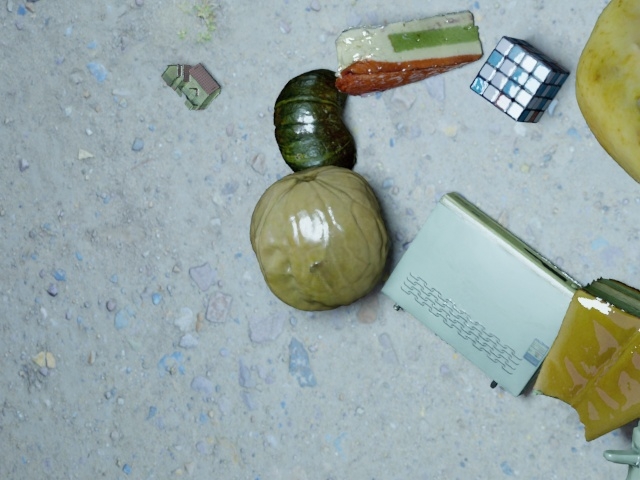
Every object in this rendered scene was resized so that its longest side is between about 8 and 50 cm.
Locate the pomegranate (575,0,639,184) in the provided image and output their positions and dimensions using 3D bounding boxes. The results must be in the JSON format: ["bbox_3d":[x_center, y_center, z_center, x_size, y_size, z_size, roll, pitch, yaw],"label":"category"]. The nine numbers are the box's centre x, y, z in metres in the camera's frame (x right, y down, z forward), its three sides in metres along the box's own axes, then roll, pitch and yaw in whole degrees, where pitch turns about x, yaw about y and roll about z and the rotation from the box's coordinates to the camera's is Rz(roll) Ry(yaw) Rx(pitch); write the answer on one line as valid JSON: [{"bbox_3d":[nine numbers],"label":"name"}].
[{"bbox_3d":[0.482,-0.214,1.636,0.343,0.342,0.342,2,94,27],"label":"pomegranate"}]

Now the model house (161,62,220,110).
[{"bbox_3d":[-0.213,-0.264,2.142,0.058,0.057,0.083,-47,71,26],"label":"model house"}]

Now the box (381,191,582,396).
[{"bbox_3d":[0.243,0.083,1.937,0.270,0.045,0.210,37,109,20],"label":"box"}]

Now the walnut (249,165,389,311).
[{"bbox_3d":[0.000,0.000,1.969,0.228,0.228,0.227,2,94,27],"label":"walnut"}]

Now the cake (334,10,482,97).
[{"bbox_3d":[0.117,-0.287,1.938,0.221,0.117,0.086,-14,81,28],"label":"cake"}]

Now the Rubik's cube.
[{"bbox_3d":[0.289,-0.232,1.867,0.092,0.092,0.092,39,109,20],"label":"Rubik's cube"}]

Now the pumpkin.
[{"bbox_3d":[-0.015,-0.179,2.021,0.119,0.108,0.183,-10,90,22],"label":"pumpkin"}]

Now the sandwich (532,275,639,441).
[{"bbox_3d":[0.436,0.190,1.786,0.227,0.155,0.198,28,107,22],"label":"sandwich"}]

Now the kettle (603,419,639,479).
[{"bbox_3d":[0.468,0.434,1.703,0.361,0.250,0.376,5,100,-8],"label":"kettle"}]
